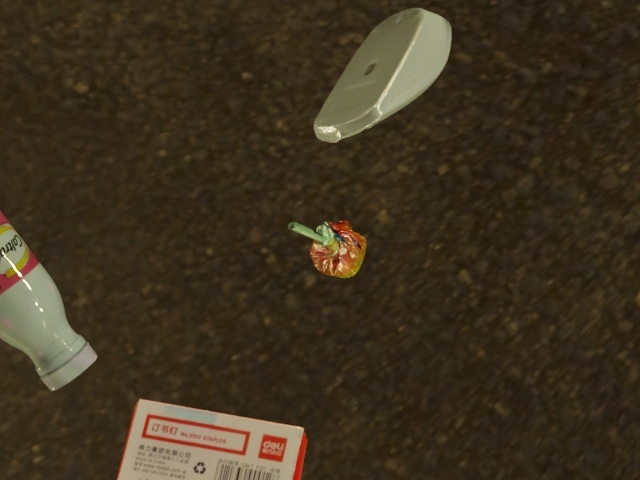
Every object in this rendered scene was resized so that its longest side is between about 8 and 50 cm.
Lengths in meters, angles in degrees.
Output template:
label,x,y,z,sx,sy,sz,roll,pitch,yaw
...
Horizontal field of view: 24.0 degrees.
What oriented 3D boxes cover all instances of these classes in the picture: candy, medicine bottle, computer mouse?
label,x,y,z,sx,sy,sz,roll,pitch,yaw
candy,0.000,0.000,1.478,0.060,0.201,0.060,-2,81,15
medicine bottle,-0.341,0.065,1.690,0.090,0.090,0.216,-31,101,26
computer mouse,0.084,-0.196,1.848,0.079,0.231,0.128,47,150,-23

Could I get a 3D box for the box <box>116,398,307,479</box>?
label,x,y,z,sx,sy,sz,roll,pitch,yaw
box,-0.138,0.276,1.862,0.229,0.050,0.123,8,66,9
